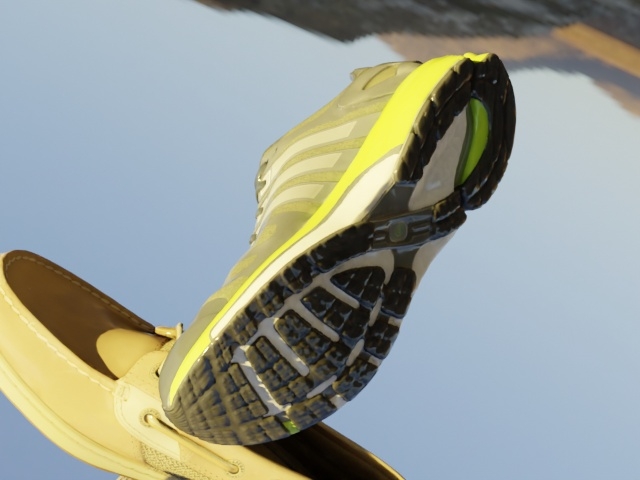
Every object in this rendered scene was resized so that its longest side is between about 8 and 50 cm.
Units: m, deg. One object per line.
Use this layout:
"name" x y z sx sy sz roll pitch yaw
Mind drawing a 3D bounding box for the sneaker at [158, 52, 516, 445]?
"sneaker" 0.000 0.000 0.882 0.121 0.300 0.111 12 143 47

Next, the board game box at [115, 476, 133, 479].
"board game box" -0.180 0.341 1.098 0.208 0.056 0.347 27 -133 21

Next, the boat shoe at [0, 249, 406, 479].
"boat shoe" -0.084 0.105 0.963 0.341 0.110 0.122 37 -153 -12
